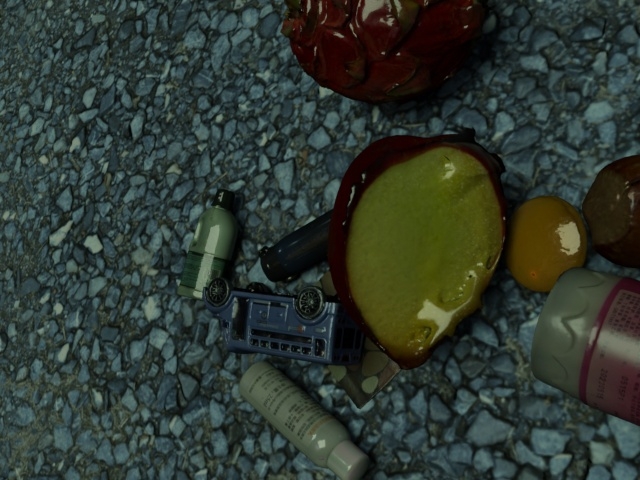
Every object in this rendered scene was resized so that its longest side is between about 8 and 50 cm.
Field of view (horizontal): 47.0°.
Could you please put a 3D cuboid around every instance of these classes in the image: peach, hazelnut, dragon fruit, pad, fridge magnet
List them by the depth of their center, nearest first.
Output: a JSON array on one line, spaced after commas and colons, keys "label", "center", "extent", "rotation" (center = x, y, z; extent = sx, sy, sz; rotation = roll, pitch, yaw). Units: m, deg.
[{"label": "hazelnut", "center": [0.433, -0.039, 0.997], "extent": [0.143, 0.143, 0.154], "rotation": [0, 85, 34]}, {"label": "fridge magnet", "center": [0.329, 0.005, 1.075], "extent": [0.143, 0.063, 0.142], "rotation": [-7, 81, 51]}, {"label": "peach", "center": [0.139, 0.008, 1.139], "extent": [0.258, 0.201, 0.361], "rotation": [4, 94, -5]}, {"label": "dragon fruit", "center": [0.103, -0.361, 1.215], "extent": [0.343, 0.277, 0.277], "rotation": [11, 83, 5]}, {"label": "pad", "center": [0.053, 0.153, 1.272], "extent": [0.158, 0.003, 0.235], "rotation": [-48, 57, 14]}]

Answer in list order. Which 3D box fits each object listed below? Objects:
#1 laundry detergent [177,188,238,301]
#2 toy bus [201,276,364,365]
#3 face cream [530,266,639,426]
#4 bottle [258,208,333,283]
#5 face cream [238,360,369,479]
[{"label": "laundry detergent", "center": [-0.214, 0.008, 1.452], "extent": [0.099, 0.070, 0.225], "rotation": [8, 83, 42]}, {"label": "toy bus", "center": [-0.071, 0.141, 1.279], "extent": [0.292, 0.125, 0.133], "rotation": [4, 83, 33]}, {"label": "face cream", "center": [0.393, 0.138, 0.940], "extent": [0.195, 0.175, 0.175], "rotation": [19, 88, 35]}, {"label": "bottle", "center": [0.000, 0.000, 1.310], "extent": [0.245, 0.072, 0.082], "rotation": [-28, 105, 24]}, {"label": "face cream", "center": [-0.028, 0.306, 1.237], "extent": [0.269, 0.082, 0.082], "rotation": [35, 98, 36]}]
